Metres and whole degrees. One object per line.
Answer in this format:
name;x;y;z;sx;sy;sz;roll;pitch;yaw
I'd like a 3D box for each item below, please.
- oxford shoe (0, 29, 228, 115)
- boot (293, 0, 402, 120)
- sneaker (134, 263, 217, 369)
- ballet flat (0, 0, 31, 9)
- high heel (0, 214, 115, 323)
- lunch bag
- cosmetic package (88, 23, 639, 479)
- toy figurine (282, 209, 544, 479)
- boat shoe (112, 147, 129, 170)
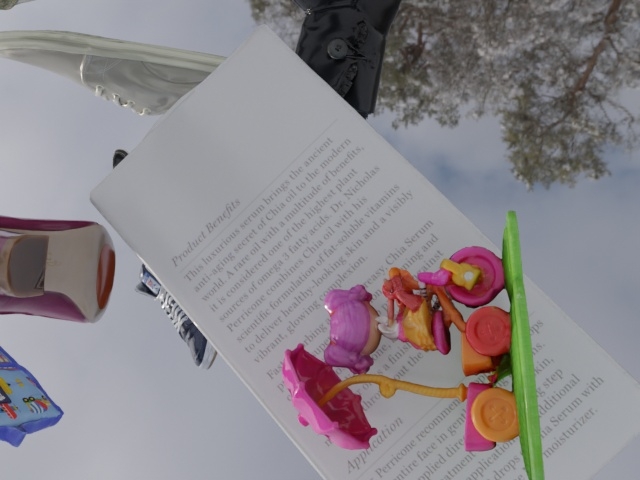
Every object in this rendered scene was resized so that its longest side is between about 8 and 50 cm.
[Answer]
oxford shoe;-0.352;-0.295;1.069;0.448;0.130;0.169;5;-163;-20
boot;-0.019;-0.282;0.775;0.246;0.207;0.094;16;-167;-10
sneaker;-0.283;0.126;1.172;0.153;0.099;0.282;14;-141;-27
ballet flat;-0.390;-0.382;0.789;0.348;0.123;0.123;-15;-137;37
high heel;-0.354;0.025;0.665;0.181;0.377;0.127;5;-100;-2
lunch bag;-0.604;0.267;1.001;0.293;0.221;0.138;25;-90;22
cosmetic package;0.031;0.051;0.552;0.230;0.161;0.453;-43;-103;2
toy figurine;0.053;0.070;0.386;0.159;0.130;0.173;-5;-108;17
boat shoe;-0.431;-0.139;1.288;0.046;0.125;0.038;12;-142;-4
